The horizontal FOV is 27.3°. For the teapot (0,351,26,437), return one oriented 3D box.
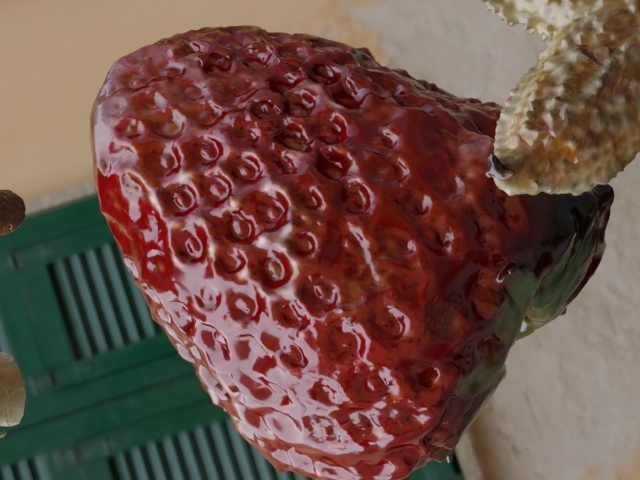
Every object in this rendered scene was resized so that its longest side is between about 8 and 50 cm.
[{"bbox_3d":[-0.263,0.120,0.976,0.057,0.083,0.067,-47,61,39],"label":"teapot"}]

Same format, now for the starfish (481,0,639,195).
[{"bbox_3d":[0.132,-0.102,0.485,0.295,0.231,0.048,45,169,17],"label":"starfish"}]

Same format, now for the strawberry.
[{"bbox_3d":[0.009,0.008,0.903,0.310,0.292,0.291,27,154,24],"label":"strawberry"}]

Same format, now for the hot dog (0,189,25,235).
[{"bbox_3d":[-0.388,-0.036,1.570,0.083,0.035,0.058,-4,-108,-62],"label":"hot dog"}]
